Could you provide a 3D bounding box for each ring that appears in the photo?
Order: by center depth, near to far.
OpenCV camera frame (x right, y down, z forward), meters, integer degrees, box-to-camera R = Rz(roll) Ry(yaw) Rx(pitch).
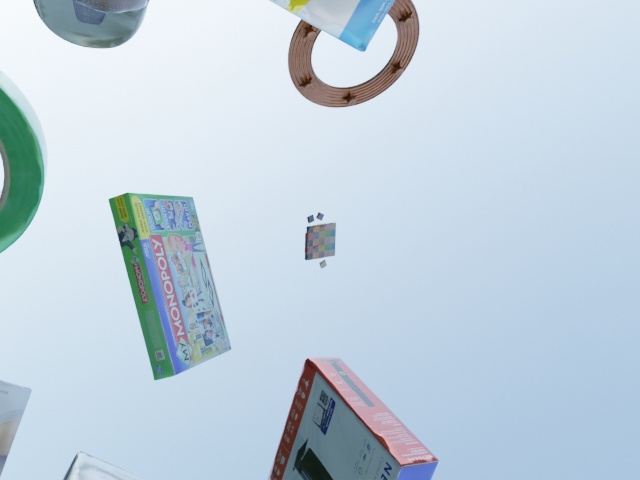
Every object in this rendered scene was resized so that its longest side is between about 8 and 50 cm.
[{"bbox_3d":[0.085,-0.447,1.412,0.336,0.336,0.032,-27,-125,5],"label":"ring"}]

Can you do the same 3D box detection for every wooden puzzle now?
[{"bbox_3d":[0.000,0.000,0.837,0.006,0.049,0.083,23,-65,52],"label":"wooden puzzle"}]

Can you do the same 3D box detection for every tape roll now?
[{"bbox_3d":[-0.536,-0.108,0.784,0.321,0.321,0.077,-34,-147,0],"label":"tape roll"}]

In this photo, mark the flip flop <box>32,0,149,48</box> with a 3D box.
[{"bbox_3d":[-0.161,-0.184,0.395,0.112,0.277,0.080,11,-102,-19],"label":"flip flop"}]

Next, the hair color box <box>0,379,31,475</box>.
[{"bbox_3d":[-0.579,0.358,0.868,0.110,0.185,0.339,3,-114,21],"label":"hair color box"}]

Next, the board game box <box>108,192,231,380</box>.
[{"bbox_3d":[-0.267,0.073,1.093,0.046,0.213,0.317,-16,-93,17],"label":"board game box"}]

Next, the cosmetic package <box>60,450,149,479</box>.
[{"bbox_3d":[-0.205,0.327,0.530,0.183,0.151,0.151,-58,-166,7],"label":"cosmetic package"}]

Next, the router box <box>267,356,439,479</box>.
[{"bbox_3d":[0.032,0.427,1.052,0.301,0.082,0.335,37,-65,52],"label":"router box"}]

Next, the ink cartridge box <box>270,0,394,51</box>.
[{"bbox_3d":[-0.005,-0.438,0.914,0.168,0.233,0.171,-57,-152,26],"label":"ink cartridge box"}]
